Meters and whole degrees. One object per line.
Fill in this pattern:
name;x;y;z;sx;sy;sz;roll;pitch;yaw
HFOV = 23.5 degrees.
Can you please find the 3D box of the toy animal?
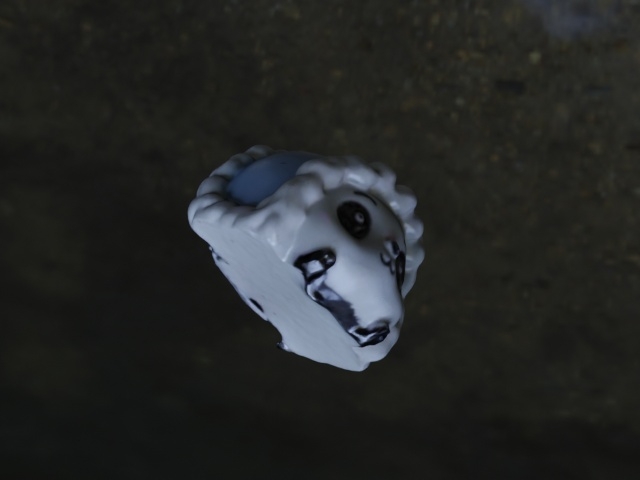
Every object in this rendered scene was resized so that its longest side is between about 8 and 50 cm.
toy animal;0.000;0.000;1.410;0.204;0.156;0.208;6;143;48
